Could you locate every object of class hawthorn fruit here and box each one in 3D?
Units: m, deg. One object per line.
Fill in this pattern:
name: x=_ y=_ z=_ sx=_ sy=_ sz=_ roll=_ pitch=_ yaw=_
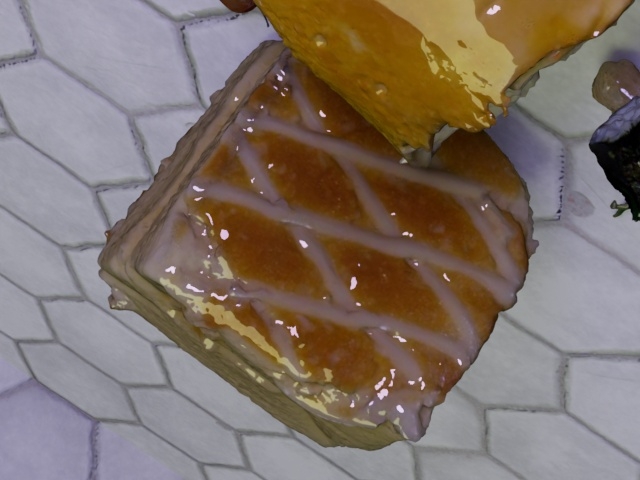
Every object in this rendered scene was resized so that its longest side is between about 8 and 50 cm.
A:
hawthorn fruit: x=-0.079 y=-0.280 z=1.623 sx=0.067 sy=0.066 sz=0.103 roll=0 pitch=150 yaw=42

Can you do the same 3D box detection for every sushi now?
sushi: x=0.361 y=-0.097 z=1.322 sx=0.225 sy=0.124 sz=0.127 roll=-27 pitch=101 yaw=45

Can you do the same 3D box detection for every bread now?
bread: x=0.066 y=-0.256 z=1.332 sx=0.394 sy=0.250 sz=0.361 roll=39 pitch=148 yaw=-11
bread: x=0.000 y=0.000 z=1.618 sx=0.390 sy=0.371 sz=0.279 roll=38 pitch=160 yaw=-8

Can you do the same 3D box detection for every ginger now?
ginger: x=0.387 y=-0.146 z=1.401 sx=0.259 sy=0.065 sz=0.149 roll=23 pitch=137 yaw=26

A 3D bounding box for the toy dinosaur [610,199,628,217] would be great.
toy dinosaur: x=0.359 y=-0.043 z=1.608 sx=0.060 sy=0.029 sz=0.119 roll=21 pitch=150 yaw=-4
